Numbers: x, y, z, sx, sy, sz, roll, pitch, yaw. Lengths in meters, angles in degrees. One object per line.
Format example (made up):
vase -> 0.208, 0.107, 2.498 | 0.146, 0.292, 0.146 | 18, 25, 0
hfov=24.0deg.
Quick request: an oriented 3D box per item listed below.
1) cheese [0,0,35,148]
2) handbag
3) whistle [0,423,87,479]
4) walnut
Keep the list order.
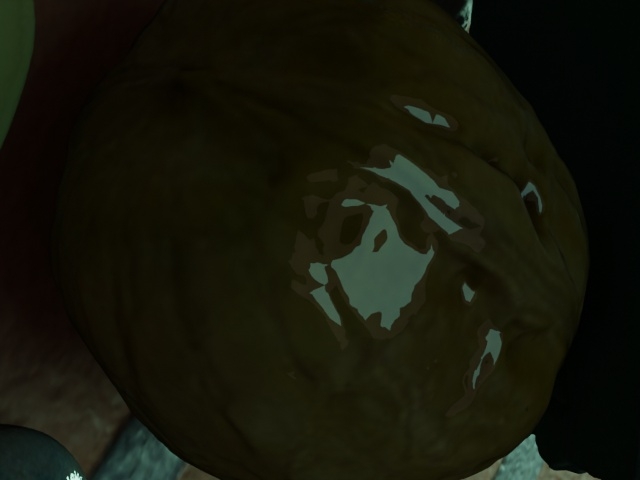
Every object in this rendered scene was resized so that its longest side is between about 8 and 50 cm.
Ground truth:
cheese -> -0.127, -0.090, 0.507 | 0.255, 0.050, 0.127 | -58, 136, -27
handbag -> 0.142, -0.037, 0.693 | 0.100, 0.269, 0.274 | 6, 92, -13
whistle -> -0.110, 0.142, 0.587 | 0.220, 0.057, 0.107 | 52, 46, -50
walnut -> 0.000, 0.000, 0.578 | 0.195, 0.195, 0.221 | -61, 140, -20
